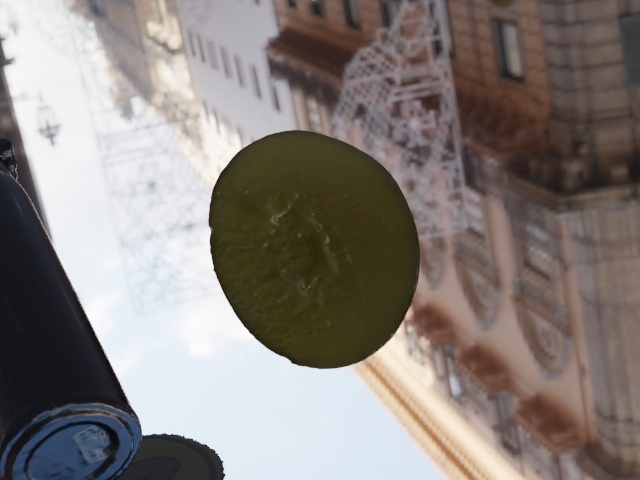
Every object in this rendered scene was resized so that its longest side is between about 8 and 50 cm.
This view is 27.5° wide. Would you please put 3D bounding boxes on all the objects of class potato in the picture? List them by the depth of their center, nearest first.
[{"bbox_3d":[0.000,0.000,1.162,0.178,0.203,0.158,-40,-179,7],"label":"potato"}]

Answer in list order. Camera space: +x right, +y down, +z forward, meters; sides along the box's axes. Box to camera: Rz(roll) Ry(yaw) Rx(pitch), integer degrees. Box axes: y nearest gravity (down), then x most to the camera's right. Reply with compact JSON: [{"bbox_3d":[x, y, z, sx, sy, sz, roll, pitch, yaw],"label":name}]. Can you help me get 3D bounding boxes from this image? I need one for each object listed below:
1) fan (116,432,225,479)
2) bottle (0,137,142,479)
[{"bbox_3d":[-0.118,0.160,0.694,0.335,0.011,0.229,-7,-160,27],"label":"fan"},{"bbox_3d":[-0.170,0.029,0.684,0.082,0.072,0.244,-18,-135,-17],"label":"bottle"}]
